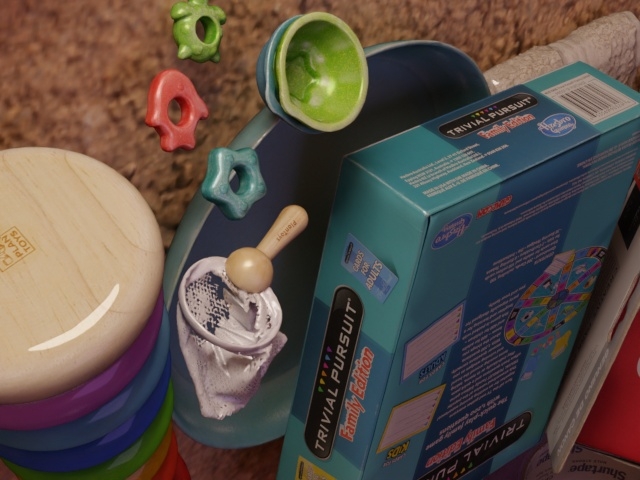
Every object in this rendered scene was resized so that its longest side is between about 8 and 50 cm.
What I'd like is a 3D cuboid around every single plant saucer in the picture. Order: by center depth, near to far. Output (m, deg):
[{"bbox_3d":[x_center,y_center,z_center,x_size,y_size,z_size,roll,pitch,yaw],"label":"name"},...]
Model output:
[{"bbox_3d":[0.000,0.000,0.977,0.318,0.044,0.317,-35,145,-30],"label":"plant saucer"}]

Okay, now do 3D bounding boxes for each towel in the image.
[{"bbox_3d":[0.168,-0.038,1.166,0.187,0.049,0.282,-28,140,-38],"label":"towel"}]

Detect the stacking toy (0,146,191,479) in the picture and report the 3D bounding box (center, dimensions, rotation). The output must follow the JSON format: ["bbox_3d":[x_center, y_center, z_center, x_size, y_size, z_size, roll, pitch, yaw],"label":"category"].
[{"bbox_3d":[-0.138,0.093,0.815,0.141,0.141,0.330,-42,154,-21],"label":"stacking toy"}]

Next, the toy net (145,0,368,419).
[{"bbox_3d":[-0.042,-0.019,0.782,0.122,0.045,0.232,17,77,-43],"label":"toy net"}]

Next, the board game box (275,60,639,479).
[{"bbox_3d":[0.098,0.058,1.048,0.254,0.079,0.336,-24,139,-40],"label":"board game box"}]

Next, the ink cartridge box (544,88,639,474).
[{"bbox_3d":[0.298,0.029,1.203,0.272,0.130,0.309,-78,-173,-64],"label":"ink cartridge box"}]

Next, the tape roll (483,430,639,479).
[{"bbox_3d":[0.284,0.283,1.420,0.275,0.275,0.090,-30,142,-36],"label":"tape roll"}]
